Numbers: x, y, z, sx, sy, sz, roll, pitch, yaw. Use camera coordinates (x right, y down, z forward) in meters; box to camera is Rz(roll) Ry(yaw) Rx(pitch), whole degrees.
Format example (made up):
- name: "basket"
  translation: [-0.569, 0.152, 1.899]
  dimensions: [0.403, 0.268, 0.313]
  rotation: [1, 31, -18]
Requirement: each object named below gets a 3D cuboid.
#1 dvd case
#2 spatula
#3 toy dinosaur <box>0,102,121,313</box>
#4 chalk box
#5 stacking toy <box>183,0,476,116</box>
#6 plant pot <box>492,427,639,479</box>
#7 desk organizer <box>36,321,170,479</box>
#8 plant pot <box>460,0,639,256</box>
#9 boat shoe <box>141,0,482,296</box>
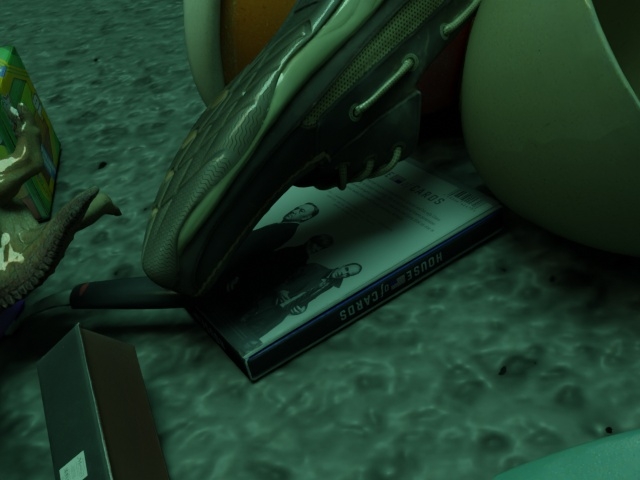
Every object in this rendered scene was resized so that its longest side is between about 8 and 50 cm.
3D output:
- name: "dvd case"
  translation: [0.000, 0.000, 0.669]
  dimensions: [0.239, 0.029, 0.179]
  rotation: [-28, 37, -21]
- name: "spatula"
  translation: [-0.208, 0.053, 0.647]
  dimensions: [0.297, 0.030, 0.084]
  rotation: [-9, 34, 22]
- name: "toy dinosaur"
  translation: [-0.284, 0.005, 0.619]
  dimensions: [0.296, 0.127, 0.200]
  rotation: [11, 54, 28]
- name: "chalk box"
  translation: [-0.351, -0.085, 0.819]
  dimensions: [0.132, 0.132, 0.213]
  rotation: [-16, 36, -3]
- name: "stacking toy"
  translation: [0.143, -0.233, 0.772]
  dimensions: [0.480, 0.350, 0.350]
  rotation: [14, 41, 10]
- name: "plant pot"
  translation: [0.175, 0.160, 0.279]
  dimensions: [0.234, 0.165, 0.165]
  rotation: [-5, 35, 25]
- name: "desk organizer"
  translation: [-0.139, 0.121, 0.525]
  dimensions: [0.047, 0.050, 0.130]
  rotation: [-42, 48, 17]
- name: "plant pot"
  translation: [0.209, -0.106, 0.577]
  dimensions: [0.284, 0.284, 0.191]
  rotation: [-43, 7, -35]
- name: "boat shoe"
  translation: [0.013, -0.097, 0.585]
  dimensions: [0.355, 0.130, 0.132]
  rotation: [-54, 20, -5]
